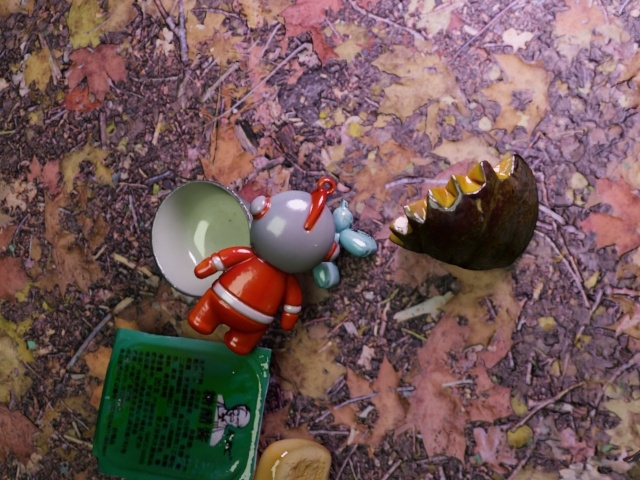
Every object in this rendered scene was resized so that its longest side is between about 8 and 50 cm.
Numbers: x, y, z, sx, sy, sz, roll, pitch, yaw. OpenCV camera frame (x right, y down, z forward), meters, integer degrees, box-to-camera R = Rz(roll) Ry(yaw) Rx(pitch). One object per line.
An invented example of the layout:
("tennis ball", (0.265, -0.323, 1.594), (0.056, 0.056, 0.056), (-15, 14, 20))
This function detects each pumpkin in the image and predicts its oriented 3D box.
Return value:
("pumpkin", (0.233, -0.018, 1.738), (0.254, 0.130, 0.149), (-35, 74, 19))

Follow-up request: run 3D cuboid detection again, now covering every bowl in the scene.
("bowl", (-0.186, -0.001, 1.946), (0.212, 0.112, 0.211), (-1, 87, 25))

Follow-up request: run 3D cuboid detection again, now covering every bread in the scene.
("bread", (-0.061, 0.439, 1.861), (0.098, 0.147, 0.217), (11, 91, 45))

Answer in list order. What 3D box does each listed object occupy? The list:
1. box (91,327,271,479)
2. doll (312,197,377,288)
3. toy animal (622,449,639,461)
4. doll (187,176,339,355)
("box", (-0.232, 0.307, 1.953), (0.337, 0.106, 0.264), (6, 81, 25))
("doll", (0.000, 0.000, 1.887), (0.159, 0.059, 0.158), (-34, 76, 22))
("toy animal", (0.542, 0.283, 1.616), (0.202, 0.070, 0.105), (-56, 49, 18))
("doll", (-0.082, 0.031, 1.817), (0.200, 0.105, 0.336), (32, 102, -18))
